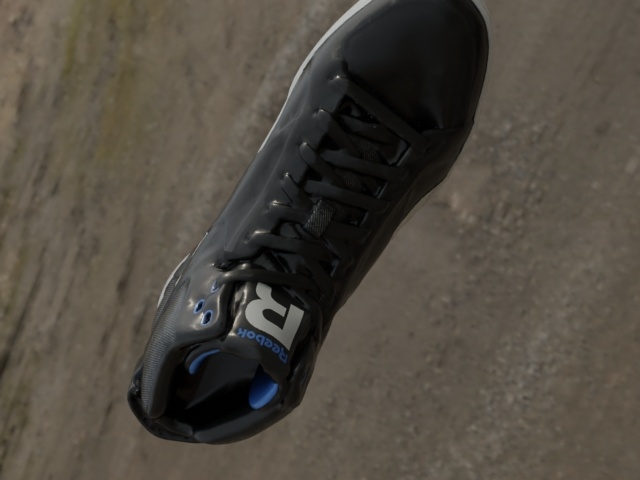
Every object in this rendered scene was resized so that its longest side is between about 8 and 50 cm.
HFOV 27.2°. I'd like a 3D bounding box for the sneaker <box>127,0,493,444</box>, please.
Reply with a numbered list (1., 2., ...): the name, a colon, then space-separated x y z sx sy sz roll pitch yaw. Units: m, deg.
1. sneaker: 0.000 0.000 0.526 0.217 0.079 0.121 -54 12 23
